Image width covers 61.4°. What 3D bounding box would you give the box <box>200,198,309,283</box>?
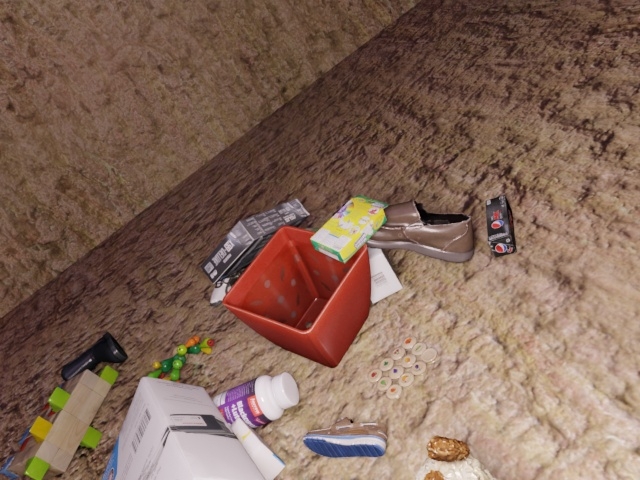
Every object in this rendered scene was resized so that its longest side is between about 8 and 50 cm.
[{"bbox_3d":[-0.203,-0.003,1.714,0.242,0.076,0.307,-43,-9,34],"label":"box"}]

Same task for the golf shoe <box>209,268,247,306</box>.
[{"bbox_3d":[-0.337,0.136,1.851,0.077,0.094,0.198,-9,40,37],"label":"golf shoe"}]

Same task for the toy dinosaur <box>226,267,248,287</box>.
[{"bbox_3d":[-0.155,0.135,1.657,0.218,0.164,0.322,-33,2,-24],"label":"toy dinosaur"}]

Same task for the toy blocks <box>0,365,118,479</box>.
[{"bbox_3d":[-0.809,0.573,1.647,0.261,0.191,0.381,-30,28,33],"label":"toy blocks"}]

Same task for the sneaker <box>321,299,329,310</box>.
[{"bbox_3d":[0.036,0.172,1.474,0.037,0.032,0.083,4,48,49],"label":"sneaker"}]

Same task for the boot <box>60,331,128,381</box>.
[{"bbox_3d":[-0.793,0.431,1.883,0.207,0.094,0.246,-43,23,-20],"label":"boot"}]

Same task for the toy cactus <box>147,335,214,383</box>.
[{"bbox_3d":[-0.414,0.357,1.628,0.219,0.112,0.180,-42,11,-7],"label":"toy cactus"}]

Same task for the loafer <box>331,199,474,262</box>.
[{"bbox_3d":[0.212,-0.052,1.357,0.366,0.130,0.134,11,29,7],"label":"loafer"}]

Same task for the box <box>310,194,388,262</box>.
[{"bbox_3d":[0.073,-0.034,1.263,0.105,0.043,0.179,25,62,42],"label":"box"}]

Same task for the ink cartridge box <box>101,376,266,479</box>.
[{"bbox_3d":[-0.296,0.502,1.095,0.395,0.166,0.285,26,94,57],"label":"ink cartridge box"}]

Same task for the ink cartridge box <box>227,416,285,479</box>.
[{"bbox_3d":[-0.164,0.469,1.186,0.090,0.092,0.143,-45,29,-16],"label":"ink cartridge box"}]

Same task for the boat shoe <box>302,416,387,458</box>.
[{"bbox_3d":[0.052,0.401,1.101,0.183,0.066,0.066,-6,35,26],"label":"boat shoe"}]

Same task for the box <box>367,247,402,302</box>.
[{"bbox_3d":[0.134,0.058,1.439,0.091,0.130,0.170,-29,29,8],"label":"box"}]

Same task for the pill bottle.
[{"bbox_3d":[-0.152,0.385,1.279,0.194,0.108,0.108,-27,30,15],"label":"pill bottle"}]

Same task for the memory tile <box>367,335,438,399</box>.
[{"bbox_3d":[0.180,0.278,1.191,0.148,0.012,0.113,-41,30,-12],"label":"memory tile"}]

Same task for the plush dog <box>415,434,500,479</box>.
[{"bbox_3d":[0.230,0.403,0.790,0.211,0.262,0.225,-11,30,-27],"label":"plush dog"}]

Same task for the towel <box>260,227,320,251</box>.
[{"bbox_3d":[0.000,0.000,1.667,0.325,0.038,0.248,-4,17,43],"label":"towel"}]

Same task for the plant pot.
[{"bbox_3d":[-0.026,0.156,1.323,0.267,0.235,0.267,14,53,36],"label":"plant pot"}]

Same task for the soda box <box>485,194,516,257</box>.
[{"bbox_3d":[0.444,-0.037,1.330,0.053,0.060,0.169,-17,33,27],"label":"soda box"}]
